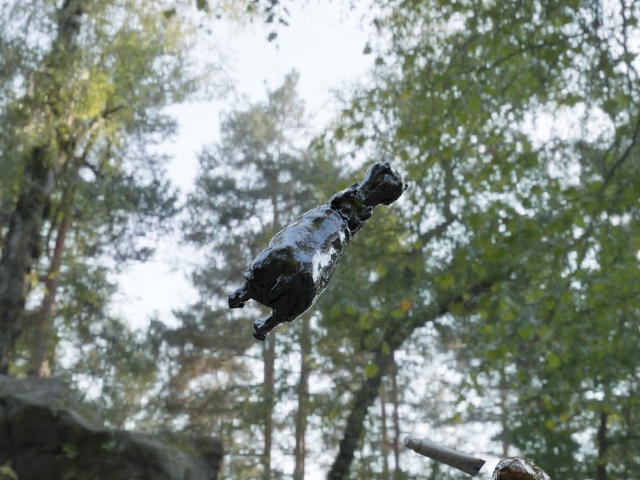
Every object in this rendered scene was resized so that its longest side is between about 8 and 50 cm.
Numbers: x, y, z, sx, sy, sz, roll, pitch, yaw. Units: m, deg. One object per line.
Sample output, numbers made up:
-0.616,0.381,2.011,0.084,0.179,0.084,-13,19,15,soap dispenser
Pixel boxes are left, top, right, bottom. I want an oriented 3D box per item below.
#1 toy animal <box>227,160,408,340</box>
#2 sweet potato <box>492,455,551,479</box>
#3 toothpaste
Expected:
-0.006,0.003,1.309,0.106,0.343,0.168,48,-39,-6,toy animal
0.322,0.395,1.378,0.097,0.097,0.252,-9,-28,13,sweet potato
0.255,0.444,1.782,0.190,0.031,0.048,24,-70,-20,toothpaste
